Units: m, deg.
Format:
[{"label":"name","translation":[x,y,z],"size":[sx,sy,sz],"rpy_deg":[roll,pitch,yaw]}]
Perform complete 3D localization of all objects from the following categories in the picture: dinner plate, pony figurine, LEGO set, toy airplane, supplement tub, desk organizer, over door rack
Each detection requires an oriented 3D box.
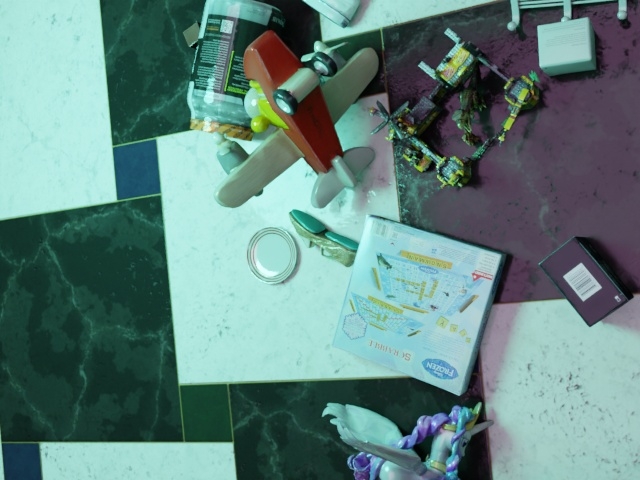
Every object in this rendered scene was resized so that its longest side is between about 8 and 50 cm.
[{"label":"dinner plate","translation":[-0.119,0.035,1.988],"size":[0.141,0.017,0.141],"rpy_deg":[0,91,25]},{"label":"pony figurine","translation":[0.171,0.494,1.742],"size":[0.351,0.303,0.363],"rpy_deg":[13,93,-7]},{"label":"LEGO set","translation":[0.279,-0.275,1.699],"size":[0.331,0.192,0.255],"rpy_deg":[-43,73,20]},{"label":"toy airplane","translation":[-0.053,-0.261,1.796],"size":[0.272,0.386,0.384],"rpy_deg":[30,114,38]},{"label":"supplement tub","translation":[-0.205,-0.403,1.930],"size":[0.194,0.194,0.315],"rpy_deg":[15,96,25]},{"label":"desk organizer","translation":[-0.293,-0.479,2.053],"size":[0.050,0.047,0.130],"rpy_deg":[-28,78,25]},{"label":"over door rack","translation":[0.467,-0.570,1.578],"size":[0.240,0.108,0.324],"rpy_deg":[1,124,22]}]

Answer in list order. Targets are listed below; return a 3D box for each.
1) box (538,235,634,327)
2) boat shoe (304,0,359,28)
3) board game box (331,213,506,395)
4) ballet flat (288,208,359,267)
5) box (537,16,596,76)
[{"label":"box","translation":[0.524,0.079,1.602],"size":[0.093,0.158,0.156],"rpy_deg":[-41,73,19]},{"label":"boat shoe","translation":[-0.019,-0.597,1.905],"size":[0.258,0.095,0.084],"rpy_deg":[38,102,10]},{"label":"board game box","translation":[0.212,0.135,1.803],"size":[0.319,0.066,0.317],"rpy_deg":[19,98,24]},{"label":"ballet flat","translation":[0.000,0.000,1.905],"size":[0.206,0.073,0.067],"rpy_deg":[33,118,26]},{"label":"box","translation":[0.498,-0.388,1.644],"size":[0.101,0.102,0.087],"rpy_deg":[-4,86,25]}]
